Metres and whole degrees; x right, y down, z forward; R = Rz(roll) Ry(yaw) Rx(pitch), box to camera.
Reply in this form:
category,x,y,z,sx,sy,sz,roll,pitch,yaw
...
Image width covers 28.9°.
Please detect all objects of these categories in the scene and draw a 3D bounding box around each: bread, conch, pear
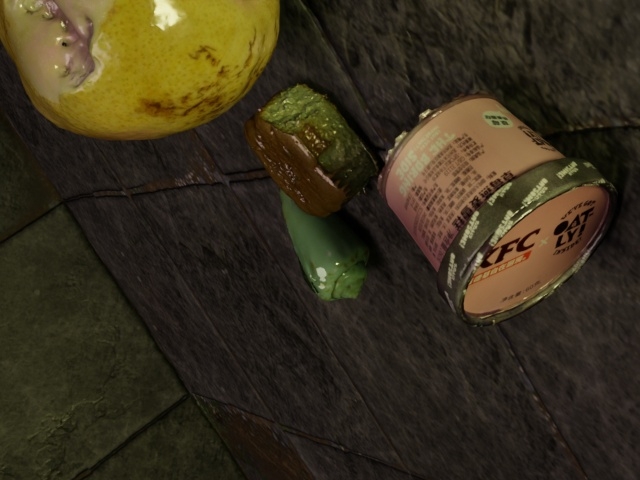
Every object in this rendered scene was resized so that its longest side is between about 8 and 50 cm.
category,x,y,z,sx,sy,sz,roll,pitch,yaw
bread,-0.009,-0.093,1.274,0.140,0.069,0.128,52,159,1
conch,0.000,0.000,1.414,0.170,0.079,0.106,63,159,23
pear,-0.175,-0.216,1.152,0.271,0.271,0.271,45,159,23

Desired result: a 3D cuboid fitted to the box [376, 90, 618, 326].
category,x,y,z,sx,sy,sz,roll,pitch,yaw
box,0.128,-0.031,0.960,0.135,0.151,0.151,51,162,31
